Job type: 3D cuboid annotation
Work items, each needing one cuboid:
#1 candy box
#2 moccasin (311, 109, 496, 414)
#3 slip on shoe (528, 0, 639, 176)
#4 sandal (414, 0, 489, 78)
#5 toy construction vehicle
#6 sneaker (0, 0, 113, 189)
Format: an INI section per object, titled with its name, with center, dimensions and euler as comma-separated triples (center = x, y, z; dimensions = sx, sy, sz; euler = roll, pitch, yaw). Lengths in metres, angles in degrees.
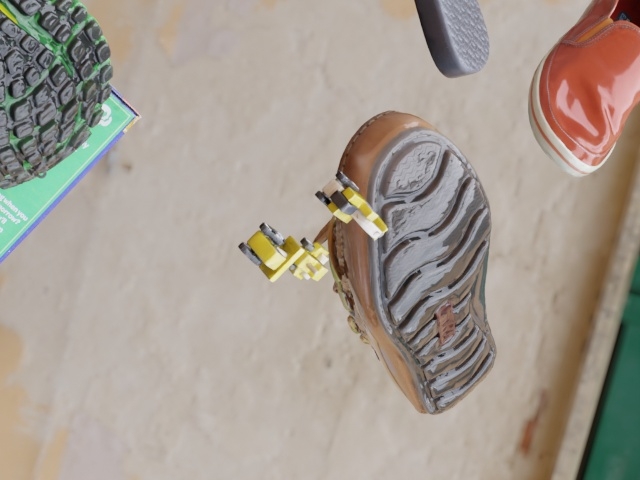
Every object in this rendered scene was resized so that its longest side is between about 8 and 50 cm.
[candy box]
center = -0.335, -0.061, 1.521
dimensions = 0.317, 0.122, 0.268
euler = -48, -161, 0
[moccasin]
center = 0.066, 0.009, 1.328
dimensions = 0.139, 0.147, 0.380
euler = -43, 153, -8
[slip on shoe]
center = 0.327, -0.200, 1.808
dimensions = 0.101, 0.123, 0.331
euler = -38, -166, 51
[sandal]
center = 0.083, -0.266, 1.421
dimensions = 0.097, 0.054, 0.254
euler = -23, 101, -54
[toy construction vehicle]
center = 0.000, 0.000, 1.081
dimensions = 0.086, 0.035, 0.098
euler = -43, 155, 3
[sneaker]
center = -0.260, -0.187, 1.195
dimensions = 0.134, 0.146, 0.343
euler = -34, 136, -23
